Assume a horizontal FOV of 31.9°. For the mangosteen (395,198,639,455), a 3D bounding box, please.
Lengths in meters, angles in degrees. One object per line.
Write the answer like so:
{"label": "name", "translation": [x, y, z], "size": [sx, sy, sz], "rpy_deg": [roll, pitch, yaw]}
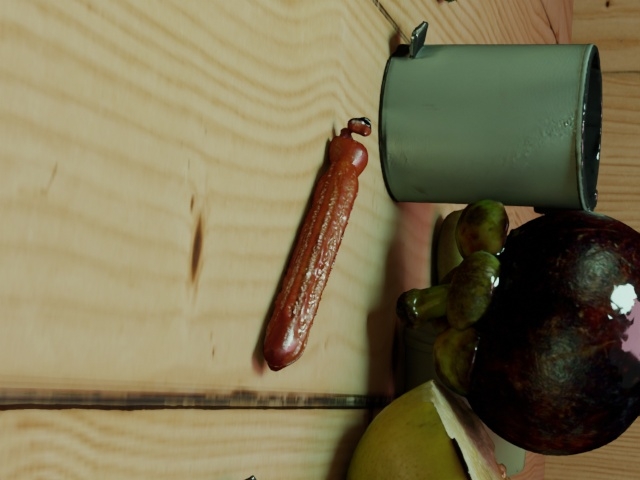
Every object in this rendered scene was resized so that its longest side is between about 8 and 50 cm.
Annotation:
{"label": "mangosteen", "translation": [0.294, 0.108, 1.423], "size": [0.330, 0.330, 0.330], "rpy_deg": [3, 90, -71]}

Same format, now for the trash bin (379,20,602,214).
{"label": "trash bin", "translation": [0.231, -0.153, 1.489], "size": [0.217, 0.262, 0.277], "rpy_deg": [-55, 143, -56]}

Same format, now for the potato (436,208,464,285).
{"label": "potato", "translation": [0.243, 0.064, 1.781], "size": [0.149, 0.113, 0.251], "rpy_deg": [-43, 133, -66]}

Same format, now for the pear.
{"label": "pear", "translation": [0.143, 0.355, 1.326], "size": [0.340, 0.191, 0.386], "rpy_deg": [60, 9, 5]}

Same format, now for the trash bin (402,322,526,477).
{"label": "trash bin", "translation": [0.219, 0.230, 1.642], "size": [0.243, 0.121, 0.247], "rpy_deg": [-7, 104, -42]}

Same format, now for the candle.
{"label": "candle", "translation": [0.000, 0.000, 1.170], "size": [0.051, 0.048, 0.329], "rpy_deg": [57, 38, -38]}

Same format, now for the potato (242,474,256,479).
{"label": "potato", "translation": [-0.004, 0.359, 0.959], "size": [0.242, 0.242, 0.285], "rpy_deg": [22, 74, -70]}

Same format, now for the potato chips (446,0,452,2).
{"label": "potato chips", "translation": [0.184, -0.466, 1.679], "size": [0.202, 0.029, 0.220], "rpy_deg": [-45, 132, -62]}
